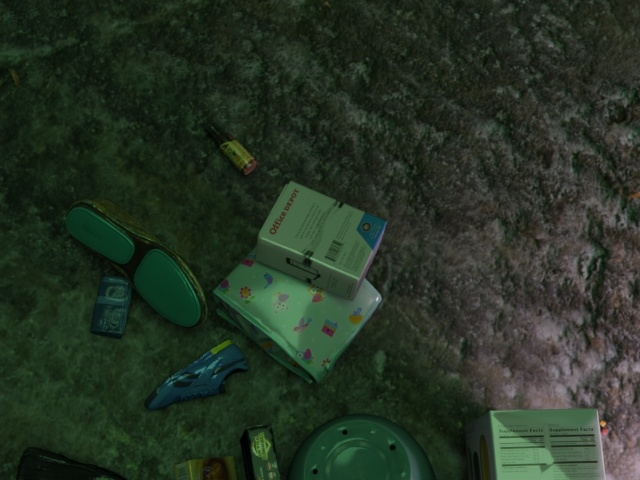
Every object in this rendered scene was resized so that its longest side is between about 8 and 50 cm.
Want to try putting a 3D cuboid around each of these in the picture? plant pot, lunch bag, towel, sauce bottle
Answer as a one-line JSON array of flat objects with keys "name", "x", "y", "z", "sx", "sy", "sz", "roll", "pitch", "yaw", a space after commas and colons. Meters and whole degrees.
[{"name": "plant pot", "x": 0.069, "y": 0.439, "z": 1.743, "sx": 0.292, "sy": 0.235, "sz": 0.293, "roll": -2, "pitch": 61, "yaw": 5}, {"name": "lunch bag", "x": -0.041, "y": 0.121, "z": 1.912, "sx": 0.262, "sy": 0.160, "sz": 0.223, "roll": 36, "pitch": 70, "yaw": 11}, {"name": "towel", "x": -0.407, "y": 0.128, "z": 1.930, "sx": 0.067, "sy": 0.029, "sz": 0.120, "roll": 9, "pitch": 71, "yaw": -3}, {"name": "sauce bottle", "x": -0.187, "y": -0.193, "z": 2.057, "sx": 0.042, "sy": 0.042, "sz": 0.128, "roll": -42, "pitch": 79, "yaw": -17}]

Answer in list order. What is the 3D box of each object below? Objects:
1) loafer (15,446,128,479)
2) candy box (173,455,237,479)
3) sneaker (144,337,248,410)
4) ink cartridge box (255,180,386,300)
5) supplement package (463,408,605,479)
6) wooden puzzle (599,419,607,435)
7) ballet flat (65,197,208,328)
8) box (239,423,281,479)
[{"name": "loafer", "x": -0.444, "y": 0.442, "z": 1.803, "sx": 0.223, "sy": 0.076, "sz": 0.078, "roll": 16, "pitch": 76, "yaw": 3}, {"name": "candy box", "x": -0.199, "y": 0.492, "z": 1.798, "sx": 0.109, "sy": 0.053, "sz": 0.187, "roll": 8, "pitch": 64, "yaw": -45}, {"name": "sneaker", "x": -0.233, "y": 0.273, "z": 1.884, "sx": 0.209, "sy": 0.069, "sz": 0.082, "roll": -33, "pitch": 82, "yaw": -16}, {"name": "ink cartridge box", "x": 0.000, "y": 0.000, "z": 1.839, "sx": 0.203, "sy": 0.086, "sz": 0.148, "roll": 23, "pitch": 57, "yaw": 7}, {"name": "supplement package", "x": 0.380, "y": 0.444, "z": 1.754, "sx": 0.197, "sy": 0.199, "sz": 0.263, "roll": 0, "pitch": 72, "yaw": -6}, {"name": "wooden puzzle", "x": 0.532, "y": 0.374, "z": 1.977, "sx": 0.083, "sy": 0.006, "sz": 0.049, "roll": -17, "pitch": 75, "yaw": -12}, {"name": "ballet flat", "x": -0.340, "y": 0.033, "z": 1.931, "sx": 0.348, "sy": 0.123, "sz": 0.123, "roll": 37, "pitch": 72, "yaw": 7}, {"name": "box", "x": -0.100, "y": 0.452, "z": 1.785, "sx": 0.051, "sy": 0.175, "sz": 0.220, "roll": -8, "pitch": 74, "yaw": -10}]
